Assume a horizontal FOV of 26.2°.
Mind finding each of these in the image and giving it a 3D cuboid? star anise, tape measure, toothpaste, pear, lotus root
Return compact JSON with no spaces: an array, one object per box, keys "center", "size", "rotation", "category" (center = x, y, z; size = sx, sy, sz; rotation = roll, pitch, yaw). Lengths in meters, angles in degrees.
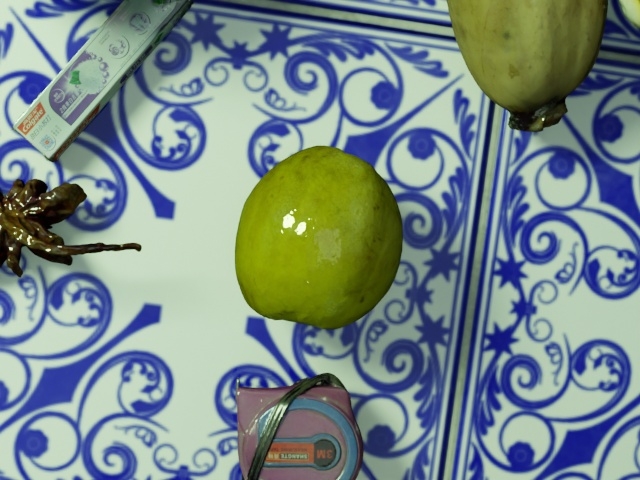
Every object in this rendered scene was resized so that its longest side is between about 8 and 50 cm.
[{"center":[-0.248,-0.009,1.224],"size":[0.190,0.070,0.097],"rotation":[5,81,6],"category":"star anise"},{"center":[-0.020,0.183,1.260],"size":[0.118,0.074,0.125],"rotation":[1,87,-1],"category":"tape measure"},{"center":[-0.196,-0.158,1.242],"size":[0.047,0.040,0.196],"rotation":[41,88,-2],"category":"toothpaste"},{"center":[0.000,0.000,1.218],"size":[0.148,0.149,0.162],"rotation":[21,86,-7],"category":"pear"},{"center":[0.190,-0.229,1.234],"size":[0.154,0.140,0.257],"rotation":[-22,108,-41],"category":"lotus root"}]

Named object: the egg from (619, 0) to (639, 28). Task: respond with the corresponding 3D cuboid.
[{"center":[0.396,-0.315,1.179],"size":[0.283,0.283,0.345],"rotation":[13,87,-7],"category":"egg"}]
